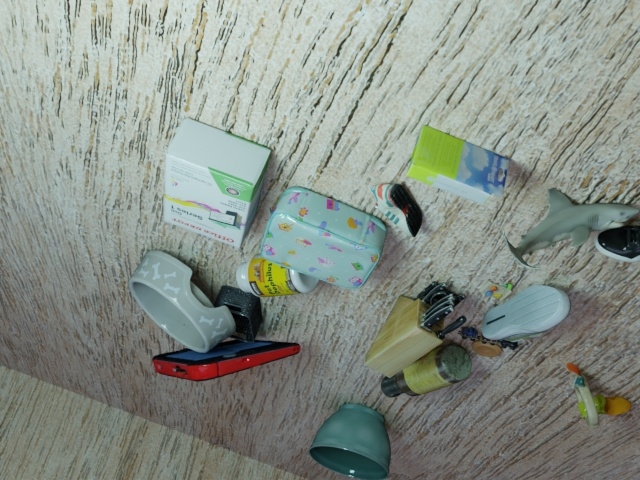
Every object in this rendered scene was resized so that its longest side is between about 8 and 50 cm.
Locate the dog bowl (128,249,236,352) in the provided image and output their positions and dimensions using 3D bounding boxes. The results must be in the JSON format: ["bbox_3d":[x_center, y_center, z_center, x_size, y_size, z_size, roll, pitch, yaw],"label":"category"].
[{"bbox_3d":[-0.409,0.187,2.162,0.349,0.102,0.349,32,152,19],"label":"dog bowl"}]

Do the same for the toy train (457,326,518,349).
[{"bbox_3d":[0.444,0.258,1.982,0.158,0.027,0.036,12,144,12],"label":"toy train"}]

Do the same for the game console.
[{"bbox_3d":[-0.294,0.344,2.251,0.342,0.060,0.386,-12,-177,-33],"label":"game console"}]

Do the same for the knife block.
[{"bbox_3d":[0.246,0.230,1.859,0.088,0.276,0.242,32,176,-18],"label":"knife block"}]

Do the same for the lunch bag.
[{"bbox_3d":[0.000,0.000,1.751,0.279,0.108,0.224,21,146,-2],"label":"lunch bag"}]

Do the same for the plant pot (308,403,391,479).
[{"bbox_3d":[0.124,0.706,2.668,0.293,0.196,0.293,13,147,9],"label":"plant pot"}]

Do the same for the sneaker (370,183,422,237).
[{"bbox_3d":[0.164,-0.070,1.627,0.075,0.057,0.161,14,153,41],"label":"sneaker"}]

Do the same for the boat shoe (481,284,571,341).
[{"bbox_3d":[0.503,0.179,1.782,0.094,0.109,0.302,13,160,-19],"label":"boat shoe"}]

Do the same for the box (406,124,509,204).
[{"bbox_3d":[0.260,-0.139,1.406,0.178,0.109,0.042,21,144,-2],"label":"box"}]

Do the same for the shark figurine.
[{"bbox_3d":[0.446,-0.037,1.445,0.166,0.278,0.116,-173,63,-74],"label":"shark figurine"}]

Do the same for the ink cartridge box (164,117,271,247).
[{"bbox_3d":[-0.240,-0.121,1.694,0.201,0.117,0.278,20,148,-1],"label":"ink cartridge box"}]

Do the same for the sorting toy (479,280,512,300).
[{"bbox_3d":[0.426,0.118,1.794,0.062,0.012,0.083,23,148,-4],"label":"sorting toy"}]

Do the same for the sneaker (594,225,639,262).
[{"bbox_3d":[0.646,-0.018,1.422,0.217,0.079,0.121,6,143,7],"label":"sneaker"}]

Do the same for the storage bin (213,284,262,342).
[{"bbox_3d":[-0.249,0.223,2.248,0.122,0.084,0.180,14,147,9],"label":"storage bin"}]

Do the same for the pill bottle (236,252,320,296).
[{"bbox_3d":[-0.113,0.086,1.937,0.215,0.117,0.117,-9,138,37],"label":"pill bottle"}]

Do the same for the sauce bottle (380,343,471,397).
[{"bbox_3d":[0.295,0.394,2.188,0.111,0.111,0.344,31,145,-17],"label":"sauce bottle"}]

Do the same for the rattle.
[{"bbox_3d":[0.746,0.398,1.996,0.142,0.130,0.200,-9,112,22],"label":"rattle"}]

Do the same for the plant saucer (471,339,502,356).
[{"bbox_3d":[0.455,0.298,2.049,0.083,0.013,0.083,14,147,10],"label":"plant saucer"}]
